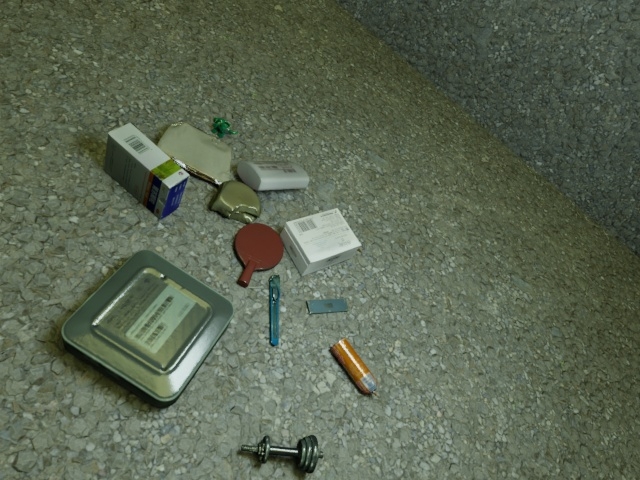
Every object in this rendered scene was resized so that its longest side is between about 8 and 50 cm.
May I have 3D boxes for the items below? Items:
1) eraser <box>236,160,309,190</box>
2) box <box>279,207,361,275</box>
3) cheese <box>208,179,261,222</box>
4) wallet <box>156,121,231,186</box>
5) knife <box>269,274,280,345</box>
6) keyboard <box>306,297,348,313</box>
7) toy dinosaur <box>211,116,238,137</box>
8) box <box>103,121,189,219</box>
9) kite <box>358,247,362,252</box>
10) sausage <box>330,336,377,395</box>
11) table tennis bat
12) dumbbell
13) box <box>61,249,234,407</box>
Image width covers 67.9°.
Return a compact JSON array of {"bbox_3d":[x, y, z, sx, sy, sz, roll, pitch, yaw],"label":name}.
[{"bbox_3d":[-0.201,-0.281,2.043,0.270,0.094,0.174,-10,39,-43],"label":"eraser"},{"bbox_3d":[-0.001,0.002,1.964,0.274,0.116,0.203,-19,66,-35],"label":"box"},{"bbox_3d":[-0.330,-0.153,1.912,0.203,0.091,0.175,28,49,-8],"label":"cheese"},{"bbox_3d":[-0.519,-0.362,1.982,0.335,0.068,0.274,25,52,-21],"label":"wallet"},{"bbox_3d":[-0.166,0.248,1.752,0.044,0.026,0.296,20,48,-31],"label":"knife"},{"bbox_3d":[0.029,0.257,1.864,0.176,0.014,0.055,0,58,-30],"label":"keyboard"},{"bbox_3d":[-0.434,-0.512,2.146,0.132,0.059,0.096,28,41,2],"label":"toy dinosaur"},{"bbox_3d":[-0.638,-0.249,1.731,0.299,0.200,0.106,42,48,4],"label":"box"},{"bbox_3d":[0.103,0.003,2.099,0.190,0.010,0.159,19,50,-16],"label":"kite"},{"bbox_3d":[0.130,0.466,1.730,0.071,0.071,0.234,-25,71,-40],"label":"sausage"},{"bbox_3d":[-0.249,0.050,1.843,0.200,0.038,0.310,27,47,-10],"label":"table tennis bat"},{"bbox_3d":[-0.114,0.640,1.446,0.255,0.110,0.110,12,51,-13],"label":"dumbbell"},{"bbox_3d":[-0.520,0.258,1.483,0.397,0.111,0.396,33,48,-2],"label":"box"}]
